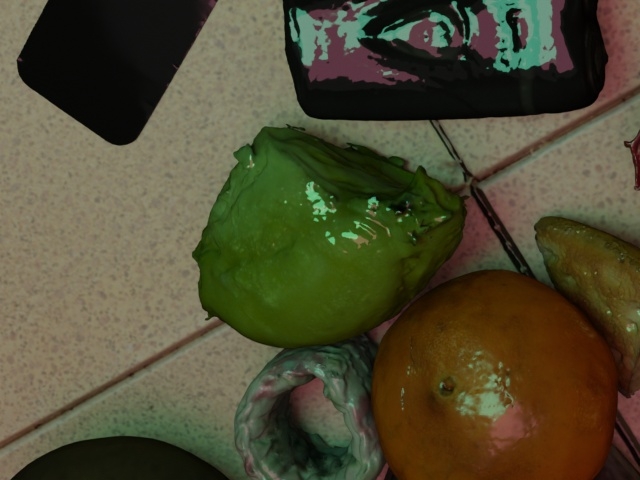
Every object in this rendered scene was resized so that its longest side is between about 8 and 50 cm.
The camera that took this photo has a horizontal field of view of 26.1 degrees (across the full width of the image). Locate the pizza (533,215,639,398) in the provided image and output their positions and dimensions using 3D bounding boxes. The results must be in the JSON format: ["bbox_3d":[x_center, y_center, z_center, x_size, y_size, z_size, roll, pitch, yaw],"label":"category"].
[{"bbox_3d":[0.328,0.056,1.565,0.204,0.080,0.188,43,149,39],"label":"pizza"}]

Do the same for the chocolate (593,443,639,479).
[{"bbox_3d":[0.331,0.332,1.627,0.157,0.080,0.254,-45,93,-4],"label":"chocolate"}]

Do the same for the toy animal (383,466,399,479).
[{"bbox_3d":[0.184,0.335,1.680,0.236,0.108,0.138,17,111,7],"label":"toy animal"}]

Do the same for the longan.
[{"bbox_3d":[-0.247,0.412,1.696,0.361,0.361,0.361,4,109,13],"label":"longan"}]

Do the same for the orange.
[{"bbox_3d":[0.191,0.176,1.539,0.284,0.226,0.284,-7,77,35],"label":"orange"}]

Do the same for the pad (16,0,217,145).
[{"bbox_3d":[-0.242,-0.257,1.649,0.181,0.004,0.267,35,112,1],"label":"pad"}]

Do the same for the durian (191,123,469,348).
[{"bbox_3d":[0.000,0.000,1.583,0.256,0.204,0.340,42,122,13],"label":"durian"}]

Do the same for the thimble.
[{"bbox_3d":[0.002,0.208,1.664,0.185,0.149,0.211,19,111,10],"label":"thimble"}]

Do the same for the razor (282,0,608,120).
[{"bbox_3d":[0.133,-0.232,1.504,0.349,0.113,0.204,-1,105,16],"label":"razor"}]

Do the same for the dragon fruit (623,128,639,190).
[{"bbox_3d":[0.450,-0.141,1.459,0.274,0.126,0.161,-6,96,6],"label":"dragon fruit"}]
